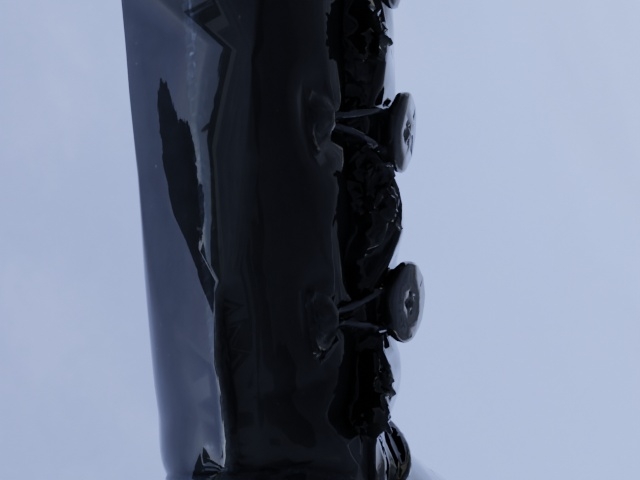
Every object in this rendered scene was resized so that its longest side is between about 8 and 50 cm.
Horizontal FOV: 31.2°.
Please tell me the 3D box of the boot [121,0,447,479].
[{"bbox_3d":[0.000,0.000,0.632,0.367,0.146,0.445,-5,-90,-80],"label":"boot"}]
